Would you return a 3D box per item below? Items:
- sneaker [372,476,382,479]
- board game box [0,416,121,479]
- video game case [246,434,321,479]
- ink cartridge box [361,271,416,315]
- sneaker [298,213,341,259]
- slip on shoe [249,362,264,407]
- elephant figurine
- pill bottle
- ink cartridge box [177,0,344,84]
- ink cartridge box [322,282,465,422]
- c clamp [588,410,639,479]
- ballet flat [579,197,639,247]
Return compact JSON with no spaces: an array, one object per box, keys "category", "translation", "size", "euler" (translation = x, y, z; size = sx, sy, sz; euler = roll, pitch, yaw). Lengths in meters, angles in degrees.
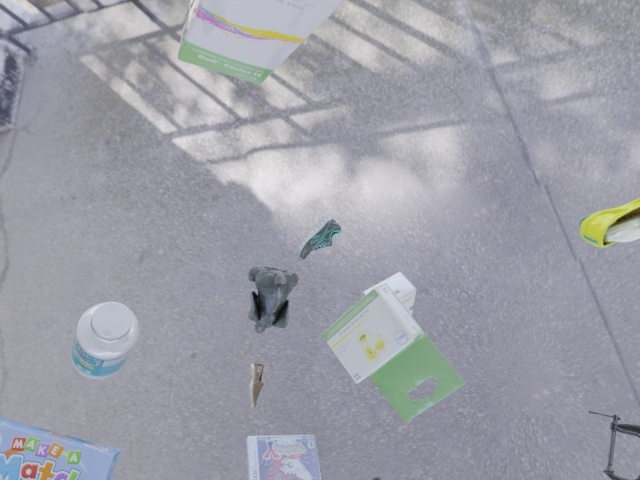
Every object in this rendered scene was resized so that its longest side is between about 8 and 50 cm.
[{"category":"sneaker","translation":[0.020,0.646,1.088],"size":[0.330,0.122,0.146],"euler":[-30,80,6]},{"category":"board game box","translation":[-0.358,0.343,0.629],"size":[0.160,0.039,0.212],"euler":[16,77,-2]},{"category":"video game case","translation":[-0.102,0.631,1.446],"size":[0.201,0.023,0.183],"euler":[5,41,-16]},{"category":"ink cartridge box","translation":[0.216,0.224,1.691],"size":[0.158,0.218,0.092],"euler":[-27,55,-18]},{"category":"sneaker","translation":[0.000,0.000,1.603],"size":[0.076,0.065,0.166],"euler":[39,87,13]},{"category":"slip on shoe","translation":[-0.192,0.435,1.566],"size":[0.041,0.051,0.135],"euler":[-1,51,-2]},{"category":"elephant figurine","translation":[-0.159,0.209,1.650],"size":[0.169,0.186,0.239],"euler":[14,94,28]},{"category":"pill bottle","translation":[-0.553,0.251,1.334],"size":[0.264,0.146,0.146],"euler":[-48,57,48]},{"category":"ink cartridge box","translation":[-0.042,-0.316,0.524],"size":[0.353,0.119,0.207],"euler":[-1,78,67]},{"category":"ink cartridge box","translation":[0.132,0.224,0.992],"size":[0.171,0.056,0.235],"euler":[-46,72,32]},{"category":"c clamp","translation":[0.679,0.473,1.172],"size":[0.137,0.022,0.161],"euler":[-8,54,41]},{"category":"ballet flat","translation":[0.592,-0.043,0.939],"size":[0.231,0.077,0.077],"euler":[-21,26,5]}]
